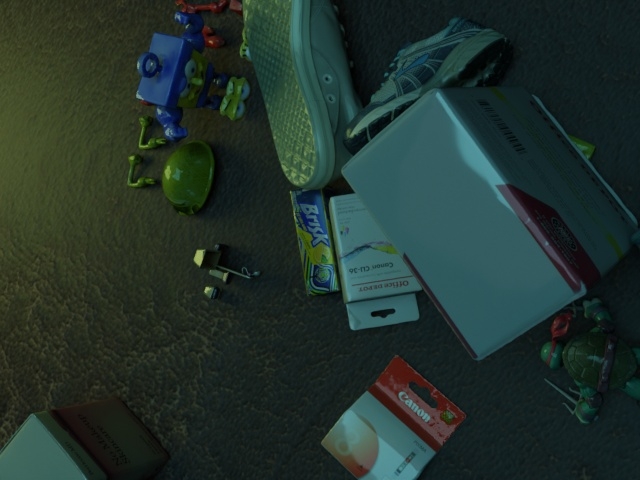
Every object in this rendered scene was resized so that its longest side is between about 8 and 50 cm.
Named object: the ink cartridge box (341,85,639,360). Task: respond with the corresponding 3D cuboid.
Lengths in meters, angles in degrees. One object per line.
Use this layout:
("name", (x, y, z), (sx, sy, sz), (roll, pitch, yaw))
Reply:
("ink cartridge box", (0.235, -0.042, 1.236), (0.160, 0.384, 0.279), (-40, 79, 27))

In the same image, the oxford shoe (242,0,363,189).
("oxford shoe", (-0.020, -0.294, 1.505), (0.169, 0.130, 0.450), (-29, 70, 56))

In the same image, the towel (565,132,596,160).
("towel", (0.274, -0.141, 1.436), (0.237, 0.021, 0.102), (27, 98, 20))

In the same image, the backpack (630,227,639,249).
("backpack", (0.508, -0.050, 1.202), (0.253, 0.225, 0.191), (-36, 80, -8))

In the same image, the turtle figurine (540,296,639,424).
("turtle figurine", (0.387, 0.172, 1.330), (0.234, 0.118, 0.175), (14, 92, 16))

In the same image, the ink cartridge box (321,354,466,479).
("ink cartridge box", (0.109, 0.287, 1.465), (0.145, 0.045, 0.179), (40, 104, 18))

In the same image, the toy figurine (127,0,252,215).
("toy figurine", (-0.249, -0.235, 1.540), (0.191, 0.217, 0.363), (20, 94, 21))

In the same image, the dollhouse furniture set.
("dollhouse furniture set", (-0.151, 0.058, 1.543), (0.081, 0.114, 0.091), (19, 92, 17))

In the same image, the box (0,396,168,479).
("box", (-0.377, 0.353, 1.548), (0.148, 0.232, 0.127), (44, 103, 17))

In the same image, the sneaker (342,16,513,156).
("sneaker", (0.141, -0.223, 1.434), (0.283, 0.110, 0.122), (-36, 52, -8))

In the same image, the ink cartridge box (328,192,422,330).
("ink cartridge box", (0.084, 0.028, 1.456), (0.115, 0.067, 0.198), (-9, 83, -4))

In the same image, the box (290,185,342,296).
("box", (0.000, 0.000, 1.514), (0.054, 0.059, 0.169), (-13, 83, 20))
